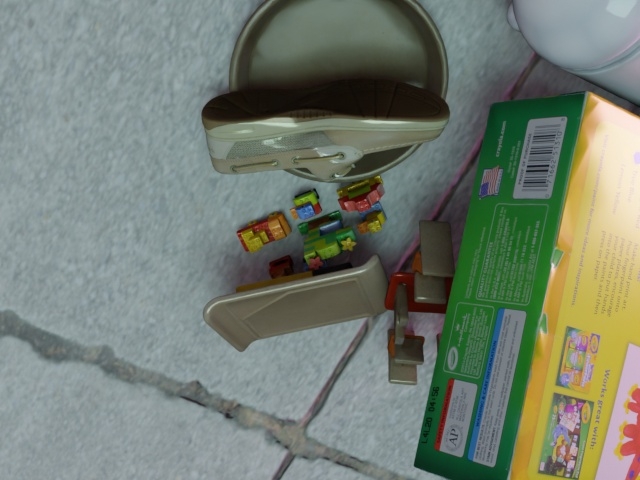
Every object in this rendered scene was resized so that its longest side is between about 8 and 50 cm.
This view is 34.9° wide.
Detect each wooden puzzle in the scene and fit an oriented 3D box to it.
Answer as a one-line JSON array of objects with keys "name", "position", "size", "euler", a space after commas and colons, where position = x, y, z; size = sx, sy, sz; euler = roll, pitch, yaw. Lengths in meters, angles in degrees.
[{"name": "wooden puzzle", "position": [-0.024, 0.082, 1.384], "size": [0.238, 0.044, 0.221], "euler": [-17, 160, 4]}]

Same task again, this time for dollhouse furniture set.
[{"name": "dollhouse furniture set", "position": [0.220, 0.079, 1.397], "size": [0.259, 0.135, 0.262], "euler": [5, 140, -4]}]

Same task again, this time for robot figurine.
[{"name": "robot figurine", "position": [0.358, -0.266, 1.149], "size": [0.353, 0.300, 0.200], "euler": [15, 77, -36]}]

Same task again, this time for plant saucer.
[{"name": "plant saucer", "position": [0.023, -0.205, 1.294], "size": [0.277, 0.041, 0.278], "euler": [-1, 118, -3]}]

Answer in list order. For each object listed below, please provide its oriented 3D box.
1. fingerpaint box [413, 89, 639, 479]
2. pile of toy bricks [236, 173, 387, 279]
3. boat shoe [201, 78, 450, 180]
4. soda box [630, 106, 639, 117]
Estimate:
[{"name": "fingerpaint box", "position": [0.337, 0.094, 1.226], "size": [0.371, 0.163, 0.445], "euler": [16, 83, -33]}, {"name": "pile of toy bricks", "position": [0.000, 0.000, 1.365], "size": [0.212, 0.105, 0.118], "euler": [-22, 117, 10]}, {"name": "boat shoe", "position": [0.008, -0.130, 1.255], "size": [0.302, 0.109, 0.098], "euler": [-3, 124, 5]}, {"name": "soda box", "position": [0.518, -0.135, 1.322], "size": [0.216, 0.074, 0.069], "euler": [8, 162, -6]}]
